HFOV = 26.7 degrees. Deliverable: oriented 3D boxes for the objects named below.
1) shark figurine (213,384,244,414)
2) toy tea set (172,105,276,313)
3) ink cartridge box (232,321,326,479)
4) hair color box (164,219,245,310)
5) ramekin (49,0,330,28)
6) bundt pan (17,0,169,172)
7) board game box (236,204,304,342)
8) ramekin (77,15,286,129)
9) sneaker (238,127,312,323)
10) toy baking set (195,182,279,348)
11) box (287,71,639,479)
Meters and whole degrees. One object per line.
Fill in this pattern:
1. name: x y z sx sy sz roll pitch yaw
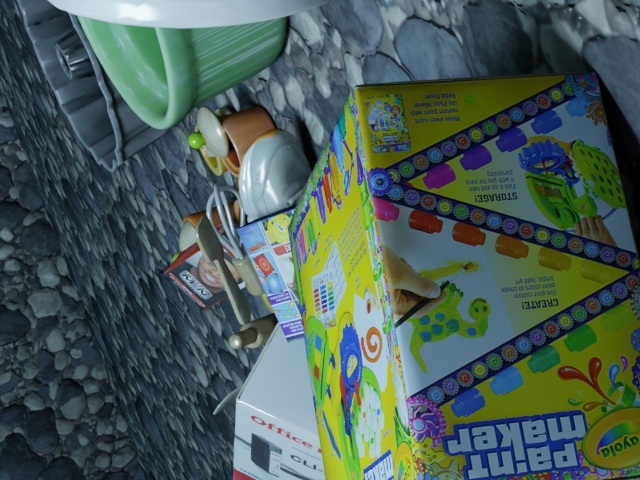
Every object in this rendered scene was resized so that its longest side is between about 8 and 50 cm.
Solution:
1. shark figurine: -0.045 0.243 1.786 0.116 0.166 0.278 45 157 22
2. toy tea set: -0.121 -0.039 1.656 0.200 0.124 0.336 46 155 43
3. ink cartridge box: 0.010 0.230 1.549 0.197 0.114 0.273 24 150 9
4. hair color box: -0.126 0.031 1.639 0.072 0.043 0.141 44 144 -11
5. ramekin: -0.100 -0.275 1.087 0.273 0.273 0.127 40 139 51
6. bundt pan: -0.296 -0.267 1.833 0.331 0.124 0.330 53 160 29
7. board game box: 0.015 0.021 1.370 0.201 0.035 0.136 -17 99 44
8. ramekin: -0.161 -0.282 1.401 0.303 0.148 0.303 53 159 30
9. sneaker: 0.000 0.000 1.466 0.121 0.099 0.262 9 125 46
10. toy baking set: -0.077 0.024 1.505 0.030 0.256 0.196 -3 100 26
11. box: 0.098 0.067 0.986 0.290 0.177 0.279 120 144 -69
